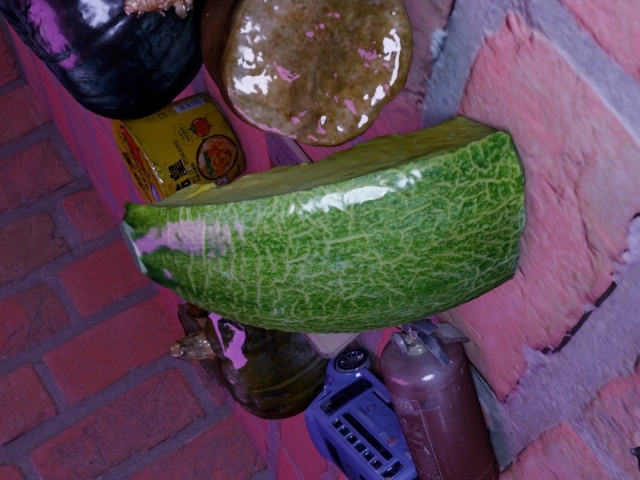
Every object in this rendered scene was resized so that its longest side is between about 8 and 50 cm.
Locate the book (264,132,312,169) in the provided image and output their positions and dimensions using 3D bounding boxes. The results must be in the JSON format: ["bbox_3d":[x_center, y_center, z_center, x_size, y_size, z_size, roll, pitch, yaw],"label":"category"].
[{"bbox_3d":[-0.036,-0.078,1.351,0.118,0.012,0.172,52,162,32],"label":"book"}]

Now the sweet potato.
[{"bbox_3d":[-0.028,-0.174,0.919,0.158,0.157,0.370,66,174,-20],"label":"sweet potato"}]

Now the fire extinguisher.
[{"bbox_3d":[0.129,0.176,1.124,0.105,0.104,0.269,39,154,53],"label":"fire extinguisher"}]

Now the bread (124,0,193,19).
[{"bbox_3d":[-0.086,-0.301,0.816,0.194,0.179,0.340,64,162,-18],"label":"bread"}]

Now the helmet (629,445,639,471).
[{"bbox_3d":[0.256,0.107,0.434,0.193,0.189,0.216,44,163,25],"label":"helmet"}]

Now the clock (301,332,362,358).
[{"bbox_3d":[0.004,0.024,1.154,0.192,0.147,0.071,41,169,49],"label":"clock"}]

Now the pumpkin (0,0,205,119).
[{"bbox_3d":[-0.273,-0.313,1.290,0.315,0.238,0.315,47,177,3],"label":"pumpkin"}]

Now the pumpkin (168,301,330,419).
[{"bbox_3d":[-0.099,0.164,1.555,0.232,0.242,0.325,67,166,-1],"label":"pumpkin"}]

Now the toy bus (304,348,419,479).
[{"bbox_3d":[0.075,0.266,1.385,0.292,0.133,0.125,36,152,56],"label":"toy bus"}]

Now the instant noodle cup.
[{"bbox_3d":[-0.206,-0.131,1.550,0.182,0.144,0.182,52,161,26],"label":"instant noodle cup"}]

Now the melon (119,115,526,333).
[{"bbox_3d":[0.000,0.000,0.853,0.196,0.323,0.124,83,173,-48],"label":"melon"}]
